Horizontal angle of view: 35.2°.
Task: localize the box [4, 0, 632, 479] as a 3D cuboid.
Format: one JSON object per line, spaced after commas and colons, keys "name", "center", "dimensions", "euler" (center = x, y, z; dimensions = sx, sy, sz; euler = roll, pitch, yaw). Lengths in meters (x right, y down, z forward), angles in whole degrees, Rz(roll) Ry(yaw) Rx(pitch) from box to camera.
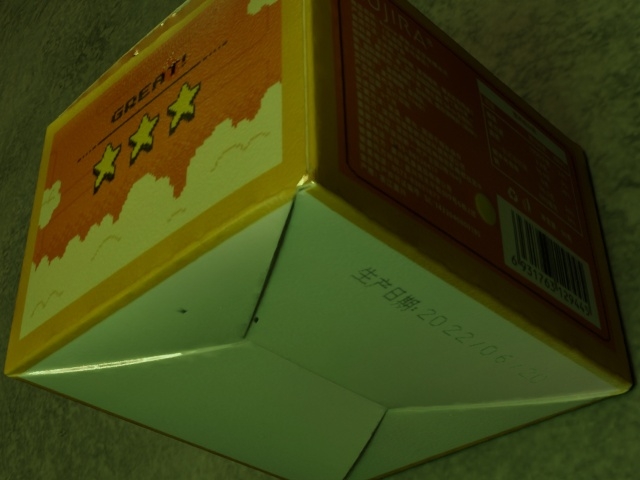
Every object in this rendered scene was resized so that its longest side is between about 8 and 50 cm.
{"name": "box", "center": [0.000, 0.000, 0.648], "dimensions": [0.259, 0.283, 0.214], "euler": [-28, 45, 35]}
